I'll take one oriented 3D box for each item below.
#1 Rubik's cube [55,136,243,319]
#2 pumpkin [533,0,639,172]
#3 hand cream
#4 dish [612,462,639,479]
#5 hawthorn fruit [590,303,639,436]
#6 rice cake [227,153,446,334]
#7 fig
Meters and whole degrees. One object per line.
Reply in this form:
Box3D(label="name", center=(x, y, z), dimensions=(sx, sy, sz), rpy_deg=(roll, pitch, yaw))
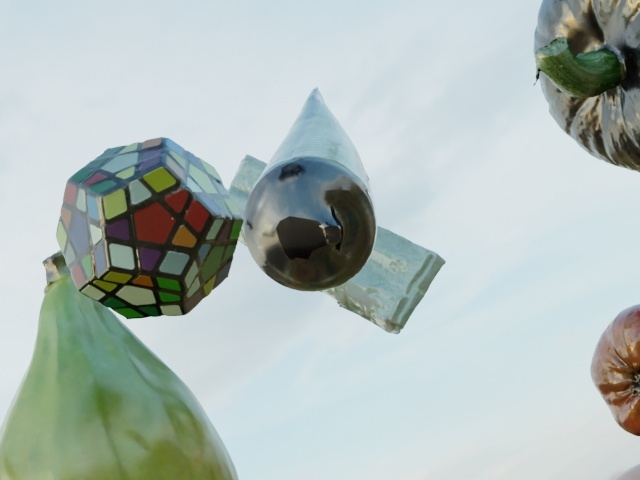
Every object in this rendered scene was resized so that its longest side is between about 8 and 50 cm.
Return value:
Box3D(label="Rubik's cube", center=(-0.122, -0.008, 0.760), dimensions=(0.112, 0.133, 0.133), rpy_deg=(-7, -29, -37))
Box3D(label="pumpkin", center=(0.292, -0.177, 1.002), dimensions=(0.248, 0.248, 0.248), rpy_deg=(-25, -21, -10))
Box3D(label="hand cream", center=(0.002, -0.025, 0.526), dimensions=(0.055, 0.086, 0.235), rpy_deg=(-18, 11, 8))
Box3D(label="dish", center=(0.398, 0.285, 1.063), dimensions=(0.090, 0.213, 0.213), rpy_deg=(-53, -27, 12))
Box3D(label="hawthorn fruit", center=(0.311, 0.114, 0.982), dimensions=(0.125, 0.125, 0.140), rpy_deg=(-40, 15, 29))
Box3D(label="rice cake", center=(0.000, 0.000, 0.977), dimensions=(0.085, 0.226, 0.040), rpy_deg=(-53, -22, -18))
Box3D(label="fig", center=(-0.203, 0.195, 0.889), dimensions=(0.233, 0.314, 0.233), rpy_deg=(-32, 13, 9))
